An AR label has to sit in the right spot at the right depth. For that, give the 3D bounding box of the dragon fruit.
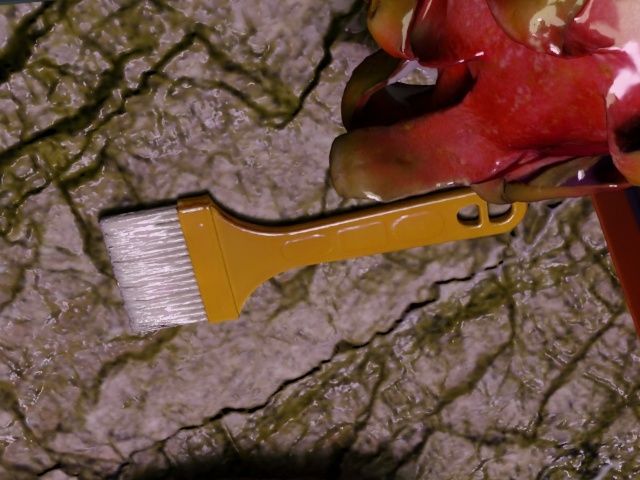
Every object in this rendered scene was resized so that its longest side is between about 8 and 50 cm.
[{"bbox_3d":[0.143,-0.137,0.800,0.307,0.243,0.227,-2,169,45],"label":"dragon fruit"}]

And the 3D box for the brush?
[{"bbox_3d":[0.000,0.000,1.008,0.272,0.013,0.103,-10,130,1],"label":"brush"}]

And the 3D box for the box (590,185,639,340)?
[{"bbox_3d":[0.386,0.059,0.945,0.348,0.257,0.318,-24,126,14],"label":"box"}]

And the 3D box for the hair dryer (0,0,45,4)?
[{"bbox_3d":[-0.240,-0.250,0.733,0.244,0.116,0.302,-5,118,-3],"label":"hair dryer"}]

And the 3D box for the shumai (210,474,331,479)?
[{"bbox_3d":[-0.040,0.265,1.151,0.218,0.184,0.185,-17,165,-7],"label":"shumai"}]
